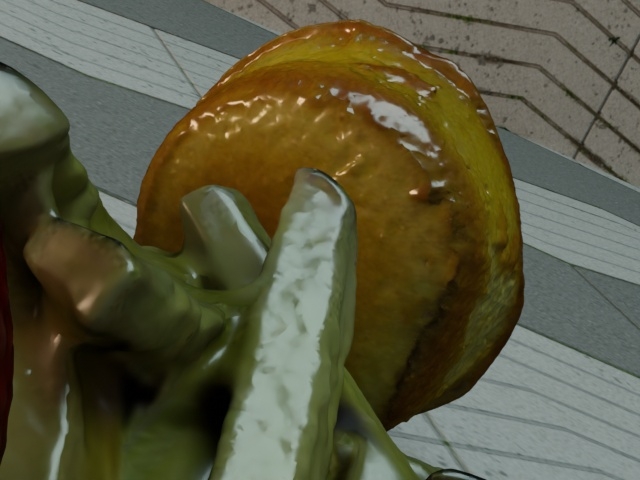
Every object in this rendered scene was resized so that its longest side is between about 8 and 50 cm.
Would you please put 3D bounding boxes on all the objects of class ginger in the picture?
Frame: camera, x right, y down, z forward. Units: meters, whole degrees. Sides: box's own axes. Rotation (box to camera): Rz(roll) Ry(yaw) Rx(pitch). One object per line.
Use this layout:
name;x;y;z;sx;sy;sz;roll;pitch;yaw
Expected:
ginger;-0.034;0.076;0.665;0.413;0.211;0.358;21;17;-25

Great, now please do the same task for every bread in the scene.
bread;0.000;0.000;0.914;0.268;0.268;0.145;29;21;10

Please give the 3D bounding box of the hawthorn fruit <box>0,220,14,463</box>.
hawthorn fruit;-0.224;-0.026;0.357;0.284;0.369;0.285;0;19;0
